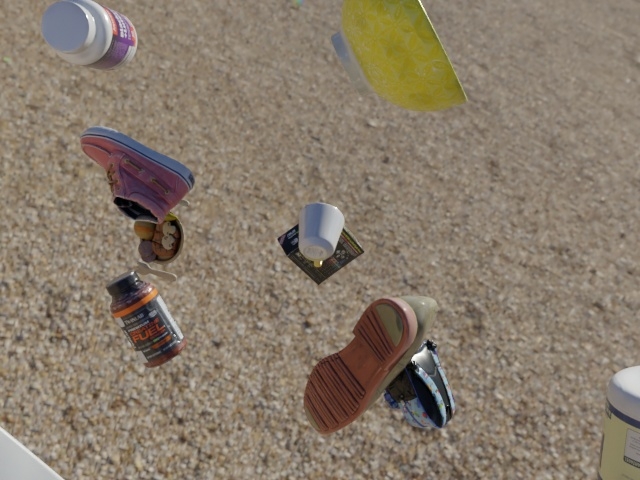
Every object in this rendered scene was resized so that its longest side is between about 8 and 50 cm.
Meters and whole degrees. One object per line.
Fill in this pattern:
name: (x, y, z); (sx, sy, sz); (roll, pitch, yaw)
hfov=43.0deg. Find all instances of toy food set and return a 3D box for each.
toy food set: (-0.359, -0.008, 1.791); (0.132, 0.192, 0.038); (14, 9, 26)

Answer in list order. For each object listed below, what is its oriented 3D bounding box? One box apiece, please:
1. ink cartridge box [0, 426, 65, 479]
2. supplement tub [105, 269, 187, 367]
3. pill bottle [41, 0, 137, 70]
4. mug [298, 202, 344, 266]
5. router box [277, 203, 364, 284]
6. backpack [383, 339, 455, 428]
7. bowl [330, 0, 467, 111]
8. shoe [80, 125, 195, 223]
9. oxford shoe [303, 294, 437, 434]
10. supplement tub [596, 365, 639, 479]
ink cartridge box: (-0.500, 0.263, 0.891); (0.285, 0.395, 0.166); (50, 48, -24)
supplement tub: (-0.370, 0.161, 1.700); (0.198, 0.106, 0.106); (61, 29, -12)
pill bottle: (-0.387, -0.345, 1.357); (0.108, 0.108, 0.193); (24, 9, 3)
mug: (0.002, -0.002, 1.091); (0.078, 0.062, 0.064); (49, 36, -36)
router box: (0.002, 0.008, 1.230); (0.038, 0.092, 0.122); (59, 7, 34)
backpack: (0.210, 0.322, 1.745); (0.158, 0.117, 0.173); (-29, 93, -59)
bowl: (0.110, -0.325, 1.342); (0.289, 0.156, 0.289); (58, 15, -24)
shoe: (-0.257, -0.085, 1.058); (0.178, 0.063, 0.081); (24, 60, 17)
oxford shoe: (0.102, 0.255, 1.618); (0.147, 0.397, 0.140); (-10, 58, -45)
supplement tub: (0.628, 0.414, 1.473); (0.236, 0.324, 0.235); (2, 13, 0)
